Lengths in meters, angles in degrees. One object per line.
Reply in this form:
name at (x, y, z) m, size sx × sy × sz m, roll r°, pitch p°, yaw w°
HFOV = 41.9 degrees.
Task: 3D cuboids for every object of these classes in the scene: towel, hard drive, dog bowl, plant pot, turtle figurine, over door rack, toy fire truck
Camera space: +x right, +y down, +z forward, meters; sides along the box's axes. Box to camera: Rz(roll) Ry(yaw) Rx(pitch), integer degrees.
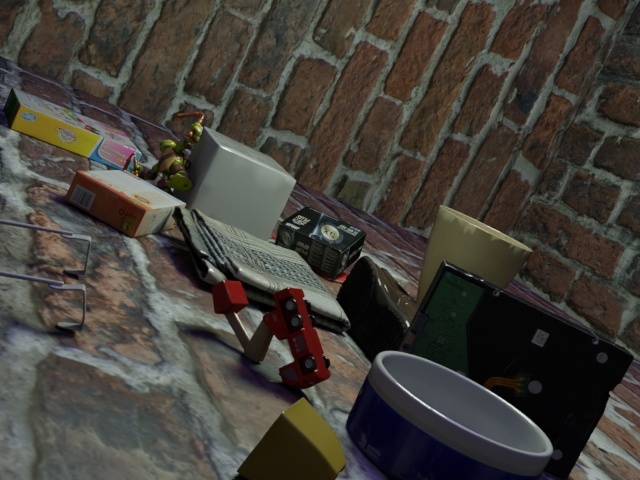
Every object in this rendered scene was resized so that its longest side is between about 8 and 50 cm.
towel at (-0.120, 0.042, 1.626) m, size 0.324 × 0.056 × 0.312 m, roll 23°, pitch 16°, yaw -30°
hard drive at (0.301, 0.209, 1.369) m, size 0.338 × 0.237 × 0.064 m, roll 25°, pitch 8°, yaw 1°
dog bowl at (0.173, 0.260, 1.136) m, size 0.264 × 0.104 × 0.265 m, roll 25°, pitch 8°, yaw -4°
plant pot at (-0.021, 0.228, 0.871) m, size 0.083 × 0.082 × 0.081 m, roll 38°, pitch 11°, yaw 11°
turtle figurine at (-0.357, -0.165, 1.938) m, size 0.087 × 0.269 × 0.217 m, roll 45°, pitch 21°, yaw -39°
over door rack at (-0.436, -0.022, 1.057) m, size 0.324 × 0.108 × 0.239 m, roll 23°, pitch 10°, yaw -19°
toy fire truck at (-0.073, 0.132, 1.207) m, size 0.047 × 0.135 × 0.192 m, roll 11°, pitch 56°, yaw -60°
plant pot at (0.353, 0.088, 2.103) m, size 0.256 × 0.274 × 0.256 m, roll 26°, pitch 9°, yaw -4°

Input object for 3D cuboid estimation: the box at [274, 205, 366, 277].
box at (0.000, 0.000, 2.075) m, size 0.180 × 0.078 × 0.147 m, roll 25°, pitch 30°, yaw 19°

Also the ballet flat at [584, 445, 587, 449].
ballet flat at (0.394, 0.343, 1.505) m, size 0.168 × 0.057 × 0.052 m, roll 27°, pitch 36°, yaw 32°

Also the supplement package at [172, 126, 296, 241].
supplement package at (-0.211, -0.120, 1.959) m, size 0.198 × 0.199 × 0.263 m, roll 23°, pitch 9°, yaw -21°

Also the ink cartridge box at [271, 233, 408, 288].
ink cartridge box at (0.048, 0.042, 2.193) m, size 0.261 × 0.066 × 0.296 m, roll 19°, pitch 11°, yaw -41°

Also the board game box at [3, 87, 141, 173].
board game box at (-0.639, -0.282, 2.145) m, size 0.316 × 0.064 × 0.242 m, roll 21°, pitch 10°, yaw -29°

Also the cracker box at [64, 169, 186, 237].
cracker box at (-0.381, -0.076, 1.660) m, size 0.155 × 0.067 × 0.232 m, roll 28°, pitch 10°, yaw 6°

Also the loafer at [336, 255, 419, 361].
loafer at (0.132, 0.156, 1.618) m, size 0.130 × 0.134 × 0.366 m, roll 27°, pitch 17°, yaw -24°
